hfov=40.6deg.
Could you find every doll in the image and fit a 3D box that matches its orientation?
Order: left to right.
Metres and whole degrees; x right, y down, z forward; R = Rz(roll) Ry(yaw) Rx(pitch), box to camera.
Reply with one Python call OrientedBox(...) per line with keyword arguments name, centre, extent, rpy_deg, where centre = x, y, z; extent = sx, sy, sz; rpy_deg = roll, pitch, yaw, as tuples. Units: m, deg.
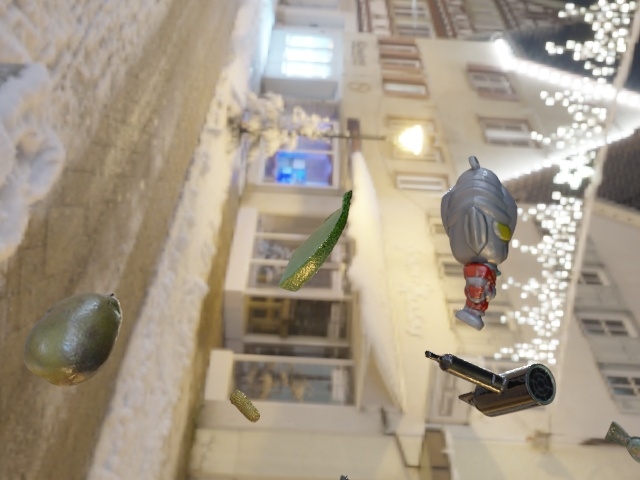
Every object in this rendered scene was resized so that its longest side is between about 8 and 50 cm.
OrientedBox(name="doll", centre=(0.161, 0.003, 0.887), extent=(0.094, 0.079, 0.180), rpy_deg=(13, 79, -70))

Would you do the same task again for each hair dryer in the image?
OrientedBox(name="hair dryer", centre=(0.275, 0.253, 1.590), extent=(0.196, 0.248, 0.077), rpy_deg=(-32, -143, 51))

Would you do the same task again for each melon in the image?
OrientedBox(name="melon", centre=(0.000, -0.001, 1.864), extent=(0.261, 0.053, 0.114), rpy_deg=(-52, -159, 22))

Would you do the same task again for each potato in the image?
OrientedBox(name="potato", centre=(-0.516, 0.201, 1.850), extent=(0.251, 0.174, 0.159), rpy_deg=(-60, 177, -40))

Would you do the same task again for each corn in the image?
OrientedBox(name="corn", centre=(-0.135, 0.290, 1.519), extent=(0.083, 0.027, 0.028), rpy_deg=(39, -76, 44))

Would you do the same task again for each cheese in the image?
OrientedBox(name="cheese", centre=(0.635, 0.416, 1.745), extent=(0.026, 0.121, 0.067), rpy_deg=(-31, 141, -38))

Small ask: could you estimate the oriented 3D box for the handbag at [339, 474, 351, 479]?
OrientedBox(name="handbag", centre=(0.136, 0.725, 2.144), extent=(0.260, 0.079, 0.247), rpy_deg=(6, -56, 61))
